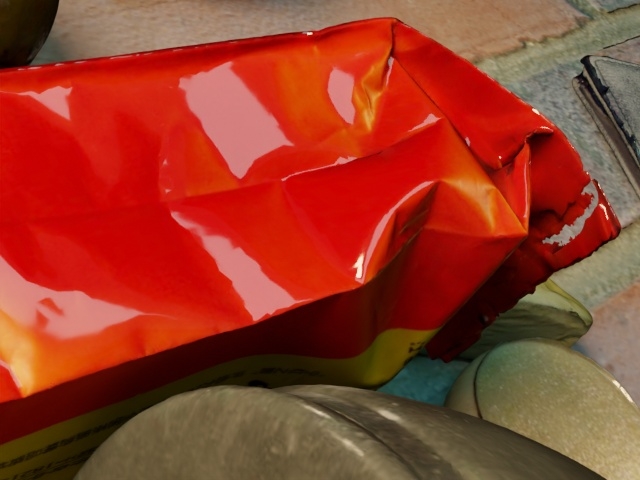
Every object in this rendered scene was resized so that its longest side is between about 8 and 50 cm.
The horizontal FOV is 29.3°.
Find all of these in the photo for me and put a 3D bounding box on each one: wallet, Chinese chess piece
[{"bbox_3d":[0.307,-0.064,0.991,0.167,0.036,0.222,8,44,-25],"label":"wallet"},{"bbox_3d":[0.123,0.111,0.663,0.122,0.051,0.122,17,41,-15],"label":"Chinese chess piece"}]

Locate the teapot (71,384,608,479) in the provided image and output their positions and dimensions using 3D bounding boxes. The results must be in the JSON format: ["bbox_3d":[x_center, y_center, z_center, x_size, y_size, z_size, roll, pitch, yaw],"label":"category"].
[{"bbox_3d":[0.064,0.198,0.384,0.239,0.239,0.322,8,37,-41],"label":"teapot"}]

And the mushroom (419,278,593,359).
[{"bbox_3d":[-0.001,0.002,0.685,0.333,0.087,0.107,26,38,-8],"label":"mushroom"}]

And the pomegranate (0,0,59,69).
[{"bbox_3d":[-0.239,-0.147,0.625,0.209,0.180,0.180,41,38,-1],"label":"pomegranate"}]

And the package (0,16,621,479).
[{"bbox_3d":[-0.089,0.030,0.468,0.423,0.196,0.123,-14,69,-31],"label":"package"}]
